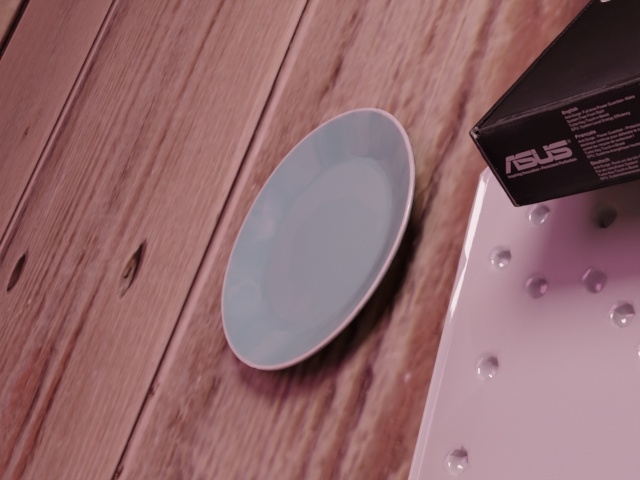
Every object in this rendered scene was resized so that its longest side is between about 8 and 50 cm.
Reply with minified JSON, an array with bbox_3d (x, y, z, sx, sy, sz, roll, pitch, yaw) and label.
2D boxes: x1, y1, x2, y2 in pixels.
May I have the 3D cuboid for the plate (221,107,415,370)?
[{"bbox_3d":[0.000,0.000,0.624,0.188,0.024,0.188,-36,38,35],"label":"plate"}]

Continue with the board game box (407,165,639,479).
[{"bbox_3d":[0.168,0.114,0.266,0.390,0.050,0.390,-12,55,51],"label":"board game box"}]

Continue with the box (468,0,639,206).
[{"bbox_3d":[0.176,-0.094,0.357,0.191,0.045,0.184,-13,24,51],"label":"box"}]
